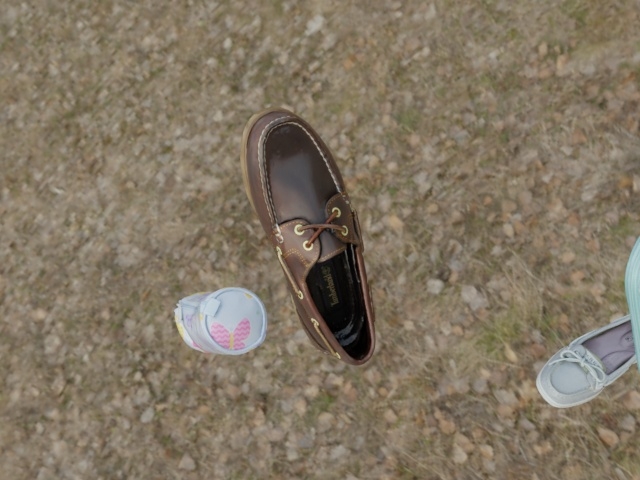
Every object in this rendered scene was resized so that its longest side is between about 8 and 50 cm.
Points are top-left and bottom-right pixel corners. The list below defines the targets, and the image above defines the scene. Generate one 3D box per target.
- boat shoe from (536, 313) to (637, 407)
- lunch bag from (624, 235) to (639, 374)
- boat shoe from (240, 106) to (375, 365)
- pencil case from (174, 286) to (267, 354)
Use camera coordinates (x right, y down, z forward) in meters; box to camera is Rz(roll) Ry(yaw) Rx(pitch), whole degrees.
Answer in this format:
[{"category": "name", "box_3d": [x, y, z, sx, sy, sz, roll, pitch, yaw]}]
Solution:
[{"category": "boat shoe", "box_3d": [0.583, 0.233, 1.616, 0.320, 0.103, 0.118, -23, 58, -16]}, {"category": "lunch bag", "box_3d": [0.455, 0.037, 0.863, 0.279, 0.224, 0.107, -34, 26, -26]}, {"category": "boat shoe", "box_3d": [0.000, 0.000, 0.595, 0.073, 0.207, 0.073, -26, 25, -13]}, {"category": "pencil case", "box_3d": [-0.184, 0.142, 1.411, 0.113, 0.124, 0.273, -48, 12, -18]}]
